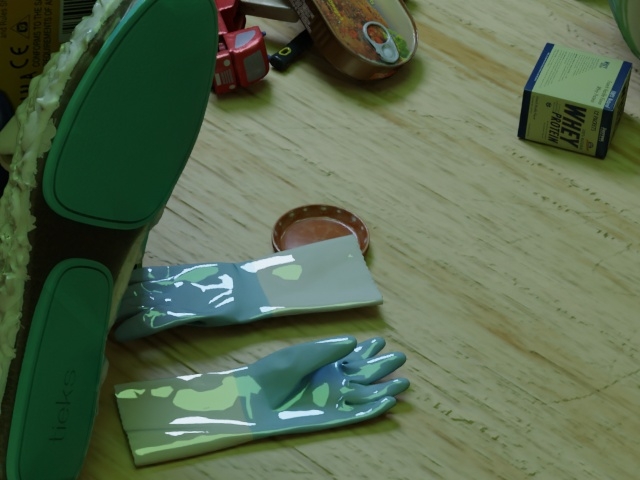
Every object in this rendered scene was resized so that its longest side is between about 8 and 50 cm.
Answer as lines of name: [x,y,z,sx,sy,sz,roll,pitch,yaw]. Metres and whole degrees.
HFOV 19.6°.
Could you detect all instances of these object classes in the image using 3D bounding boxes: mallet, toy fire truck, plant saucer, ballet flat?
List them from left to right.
ballet flat: [-0.200,-0.009,1.338,0.147,0.408,0.147,18,-2,1]
toy fire truck: [-0.064,-0.224,1.779,0.135,0.047,0.192,-17,43,-6]
plant saucer: [0.000,0.000,1.571,0.084,0.013,0.083,1,41,-1]
mallet: [0.023,-0.217,1.810,0.062,0.039,0.189,24,50,19]

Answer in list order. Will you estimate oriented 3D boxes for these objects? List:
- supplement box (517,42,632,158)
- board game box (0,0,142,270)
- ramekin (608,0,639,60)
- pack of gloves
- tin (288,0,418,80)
supplement box: [0.234,-0.129,1.700,0.083,0.056,0.083,15,42,14]
board game box: [-0.350,-0.188,1.484,0.356,0.356,0.356,-8,43,-20]
ramekin: [0.396,-0.275,1.705,0.303,0.303,0.148,-1,49,-5]
pack of gloves: [-0.053,0.069,1.453,0.232,0.046,0.195,-10,48,-13]
tin: [0.019,-0.235,1.764,0.106,0.040,0.189,-20,73,-37]
